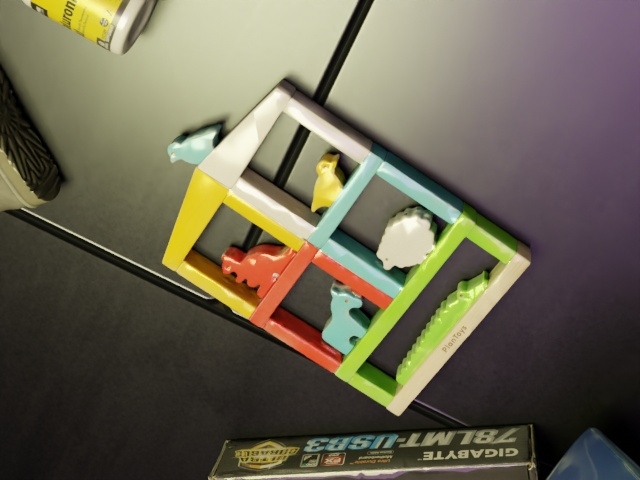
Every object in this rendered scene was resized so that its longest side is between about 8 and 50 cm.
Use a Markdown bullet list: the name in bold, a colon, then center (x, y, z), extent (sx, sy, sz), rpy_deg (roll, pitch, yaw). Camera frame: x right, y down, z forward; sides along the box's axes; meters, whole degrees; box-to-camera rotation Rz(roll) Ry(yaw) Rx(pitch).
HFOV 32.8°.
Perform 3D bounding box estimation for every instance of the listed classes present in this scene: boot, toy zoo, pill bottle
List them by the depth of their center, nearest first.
- **pill bottle**: center (-0.188, -0.196, 0.830), extent (0.116, 0.065, 0.065), rpy_deg (29, 116, -3)
- **toy zoo**: center (0.000, 0.000, 0.905), extent (0.293, 0.030, 0.192), rpy_deg (33, 116, -5)
- **boot**: center (-0.348, -0.069, 0.923), extent (0.208, 0.076, 0.189), rpy_deg (-17, 108, 24)

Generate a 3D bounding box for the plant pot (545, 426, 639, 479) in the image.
- **plant pot**: center (0.242, 0.320, 0.822), extent (0.212, 0.236, 0.236), rpy_deg (-44, 99, 5)

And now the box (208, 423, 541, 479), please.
- **box**: center (0.069, 0.318, 1.018), extent (0.295, 0.073, 0.293), rpy_deg (-5, 114, 12)
